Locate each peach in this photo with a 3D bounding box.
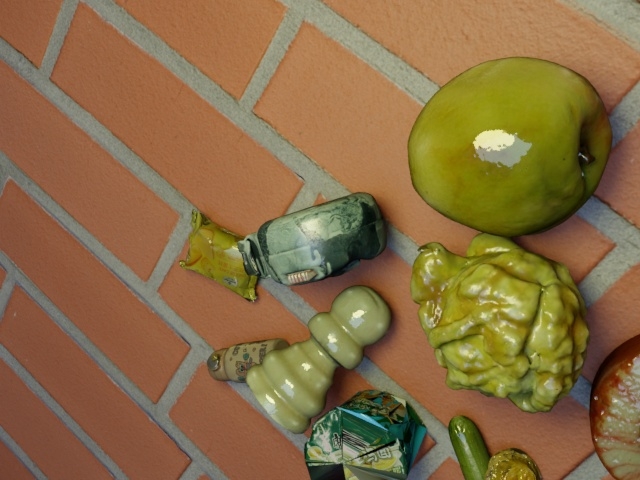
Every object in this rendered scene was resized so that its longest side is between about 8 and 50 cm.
[{"bbox_3d":[0.309,-0.151,0.976,0.316,0.282,0.313,20,115,29],"label":"peach"}]

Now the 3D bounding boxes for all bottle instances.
[{"bbox_3d":[-0.181,0.295,1.389,0.209,0.110,0.097,-13,64,26],"label":"bottle"}]

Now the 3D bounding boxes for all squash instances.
[{"bbox_3d":[0.333,0.483,1.215,0.069,0.069,0.238,-20,92,27],"label":"squash"}]

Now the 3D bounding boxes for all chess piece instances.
[{"bbox_3d":[0.013,0.235,1.229,0.330,0.182,0.182,-45,80,0],"label":"chess piece"}]

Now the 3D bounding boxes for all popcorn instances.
[{"bbox_3d":[0.330,0.148,1.028,0.279,0.274,0.335,21,144,58],"label":"popcorn"}]

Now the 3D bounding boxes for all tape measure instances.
[{"bbox_3d":[0.000,0.000,1.165,0.275,0.256,0.147,-11,98,53],"label":"tape measure"}]

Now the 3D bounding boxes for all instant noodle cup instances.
[{"bbox_3d":[0.103,0.442,1.250,0.240,0.178,0.240,5,103,24],"label":"instant noodle cup"}]

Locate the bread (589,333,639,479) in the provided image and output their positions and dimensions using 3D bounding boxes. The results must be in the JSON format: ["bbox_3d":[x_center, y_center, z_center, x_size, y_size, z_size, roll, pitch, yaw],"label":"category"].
[{"bbox_3d":[0.639,0.315,1.013,0.295,0.114,0.327,10,106,24],"label":"bread"}]

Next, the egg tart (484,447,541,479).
[{"bbox_3d":[0.394,0.493,1.167,0.131,0.052,0.130,1,79,-8],"label":"egg tart"}]

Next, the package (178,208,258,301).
[{"bbox_3d":[-0.236,0.036,1.370,0.226,0.090,0.168,23,111,17],"label":"package"}]
